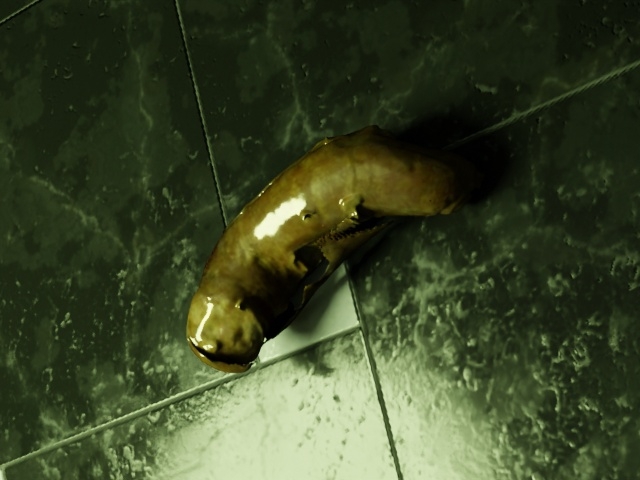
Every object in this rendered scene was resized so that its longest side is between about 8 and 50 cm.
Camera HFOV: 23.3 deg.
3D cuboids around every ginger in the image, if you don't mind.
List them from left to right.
[{"bbox_3d":[-0.008,-0.007,1.421,0.309,0.107,0.133,-43,48,18],"label":"ginger"}]
